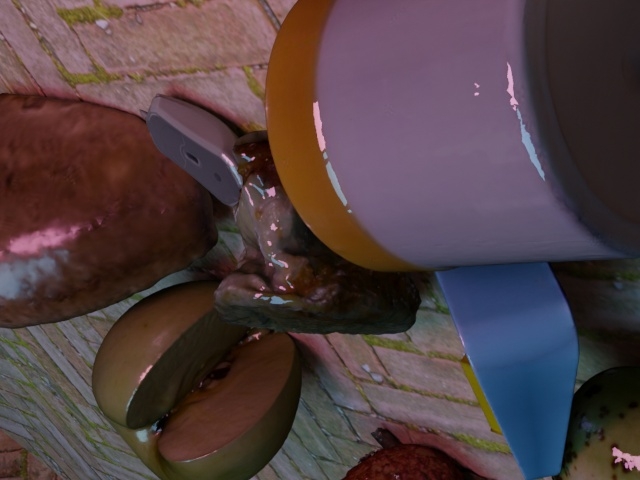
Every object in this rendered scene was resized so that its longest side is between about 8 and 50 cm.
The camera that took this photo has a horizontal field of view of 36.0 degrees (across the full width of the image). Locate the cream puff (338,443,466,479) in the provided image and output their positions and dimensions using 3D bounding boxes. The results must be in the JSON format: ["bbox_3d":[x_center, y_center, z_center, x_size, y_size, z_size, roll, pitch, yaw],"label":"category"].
[{"bbox_3d":[0.117,0.401,1.335,0.240,0.240,0.164,43,179,-4],"label":"cream puff"}]

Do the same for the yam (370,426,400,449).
[{"bbox_3d":[0.124,0.313,1.416,0.129,0.033,0.027,48,178,-4],"label":"yam"}]

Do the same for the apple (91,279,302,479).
[{"bbox_3d":[-0.166,0.197,1.364,0.292,0.254,0.292,31,147,23],"label":"apple"}]

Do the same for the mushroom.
[{"bbox_3d":[-0.343,-0.018,1.256,0.397,0.313,0.224,9,136,34],"label":"mushroom"}]

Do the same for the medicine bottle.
[{"bbox_3d":[0.120,-0.099,0.689,0.232,0.238,0.238,-4,127,48],"label":"medicine bottle"}]

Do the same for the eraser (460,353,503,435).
[{"bbox_3d":[0.222,0.173,1.107,0.097,0.045,0.122,10,138,40],"label":"eraser"}]

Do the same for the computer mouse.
[{"bbox_3d":[-0.135,-0.111,1.132,0.182,0.056,0.089,36,145,22],"label":"computer mouse"}]

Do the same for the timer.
[{"bbox_3d":[0.151,0.078,0.902,0.250,0.091,0.231,76,178,-47],"label":"timer"}]

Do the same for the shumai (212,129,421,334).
[{"bbox_3d":[0.000,0.000,1.076,0.222,0.203,0.272,2,166,9],"label":"shumai"}]

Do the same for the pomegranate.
[{"bbox_3d":[0.302,0.242,0.908,0.214,0.248,0.214,28,148,19],"label":"pomegranate"}]
